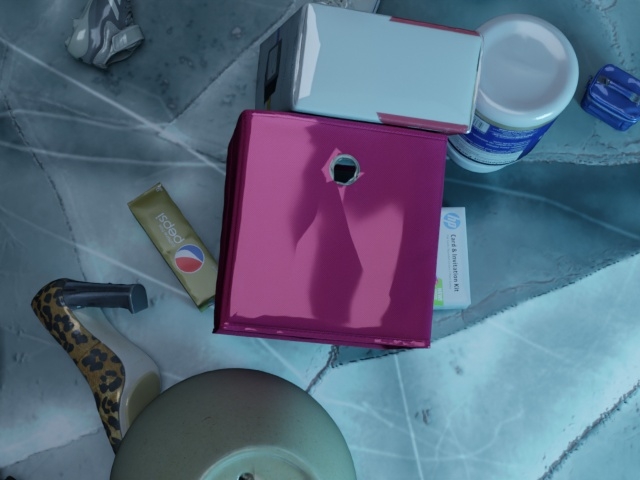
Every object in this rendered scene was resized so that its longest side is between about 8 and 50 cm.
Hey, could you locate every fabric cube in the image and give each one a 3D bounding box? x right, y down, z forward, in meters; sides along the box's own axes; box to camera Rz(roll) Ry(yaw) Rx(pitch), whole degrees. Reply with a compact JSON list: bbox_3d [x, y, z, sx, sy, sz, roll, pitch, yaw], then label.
[{"bbox_3d":[0.000,0.000,1.250,0.254,0.259,0.258,7,82,-8],"label":"fabric cube"}]

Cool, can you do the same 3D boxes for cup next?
[{"bbox_3d":[-0.091,0.323,1.202,0.331,0.237,0.331,2,82,-12],"label":"cup"}]

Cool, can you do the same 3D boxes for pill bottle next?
[{"bbox_3d":[0.245,-0.189,1.355,0.153,0.265,0.153,0,78,-2],"label":"pill bottle"}]

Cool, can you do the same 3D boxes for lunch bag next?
[{"bbox_3d":[0.440,-0.217,1.470,0.098,0.065,0.067,31,77,5],"label":"lunch bag"}]

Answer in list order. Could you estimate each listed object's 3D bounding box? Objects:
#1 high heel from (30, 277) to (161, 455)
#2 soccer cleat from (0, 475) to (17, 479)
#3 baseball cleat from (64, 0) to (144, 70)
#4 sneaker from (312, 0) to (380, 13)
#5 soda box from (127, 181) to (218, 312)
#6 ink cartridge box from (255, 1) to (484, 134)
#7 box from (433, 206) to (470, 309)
[{"bbox_3d":[-0.318,0.182,1.362,0.186,0.093,0.261,0,93,27],"label":"high heel"},{"bbox_3d":[-0.382,0.399,1.239,0.331,0.116,0.143,24,80,31],"label":"soccer cleat"},{"bbox_3d":[-0.304,-0.352,1.488,0.109,0.072,0.206,25,81,-10],"label":"baseball cleat"},{"bbox_3d":[0.012,-0.323,1.469,0.094,0.091,0.258,32,78,6],"label":"sneaker"},{"bbox_3d":[-0.198,0.010,1.396,0.058,0.061,0.181,-35,80,-10],"label":"soda box"},{"bbox_3d":[0.048,-0.204,1.277,0.226,0.306,0.131,6,90,-12],"label":"ink cartridge box"},{"bbox_3d":[0.117,0.027,1.415,0.186,0.038,0.145,-1,77,-3],"label":"box"}]
